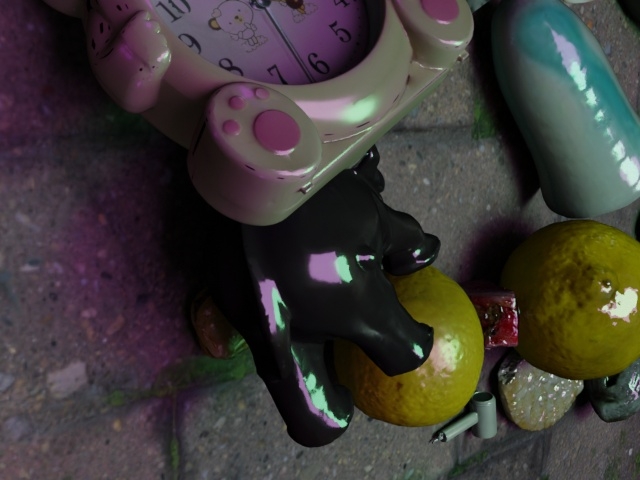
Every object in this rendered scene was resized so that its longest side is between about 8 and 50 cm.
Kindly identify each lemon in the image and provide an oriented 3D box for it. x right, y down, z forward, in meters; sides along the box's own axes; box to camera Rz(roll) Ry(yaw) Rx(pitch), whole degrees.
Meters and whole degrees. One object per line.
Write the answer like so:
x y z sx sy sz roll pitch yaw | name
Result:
0.366 0.084 1.178 0.236 0.236 0.263 -54 140 -23 | lemon
0.102 0.118 0.965 0.178 0.178 0.203 -2 98 -45 | lemon

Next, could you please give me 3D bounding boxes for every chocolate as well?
0.537 0.201 1.461 0.110 0.110 0.248 27 80 -44 | chocolate

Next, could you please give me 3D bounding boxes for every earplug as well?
0.334 -0.207 1.151 0.185 0.185 0.324 -52 122 -25 | earplug

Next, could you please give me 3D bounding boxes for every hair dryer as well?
0.207 0.271 1.201 0.124 0.038 0.063 -21 113 -34 | hair dryer

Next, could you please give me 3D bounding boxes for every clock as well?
-0.060 -0.191 0.685 0.309 0.114 0.284 45 62 5 | clock

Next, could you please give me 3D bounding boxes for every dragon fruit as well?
0.205 0.108 1.128 0.096 0.147 0.102 -11 86 -4 | dragon fruit

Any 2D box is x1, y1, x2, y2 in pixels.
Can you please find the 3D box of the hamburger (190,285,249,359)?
-0.097 0.080 0.851 0.076 0.044 0.083 -30 116 -35 | hamburger

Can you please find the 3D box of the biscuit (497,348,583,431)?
0.360 0.213 1.334 0.265 0.040 0.188 11 90 -47 | biscuit

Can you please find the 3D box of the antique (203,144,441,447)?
0.000 0.000 0.816 0.255 0.185 0.322 56 30 -30 | antique

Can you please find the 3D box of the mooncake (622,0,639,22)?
0.614 -0.432 1.295 0.283 0.283 0.141 39 71 -42 | mooncake

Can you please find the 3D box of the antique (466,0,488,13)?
0.186 -0.348 1.021 0.183 0.086 0.088 -40 124 -33 | antique

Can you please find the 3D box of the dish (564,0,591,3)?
0.373 -0.454 1.201 0.154 0.064 0.234 41 68 -41 | dish
